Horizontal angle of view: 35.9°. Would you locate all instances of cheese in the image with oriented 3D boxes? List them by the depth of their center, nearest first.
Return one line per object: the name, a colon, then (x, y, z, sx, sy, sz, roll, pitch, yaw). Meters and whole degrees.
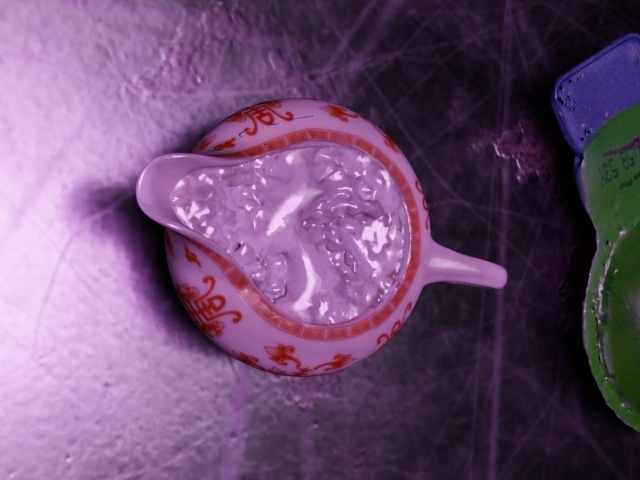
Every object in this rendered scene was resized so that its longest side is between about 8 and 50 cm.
cheese: (0.255, 0.010, 0.723, 0.204, 0.083, 0.320, -32, 106, -22)

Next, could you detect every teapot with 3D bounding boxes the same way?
teapot: (0.000, 0.000, 0.581, 0.245, 0.116, 0.159, 6, 74, -24)
